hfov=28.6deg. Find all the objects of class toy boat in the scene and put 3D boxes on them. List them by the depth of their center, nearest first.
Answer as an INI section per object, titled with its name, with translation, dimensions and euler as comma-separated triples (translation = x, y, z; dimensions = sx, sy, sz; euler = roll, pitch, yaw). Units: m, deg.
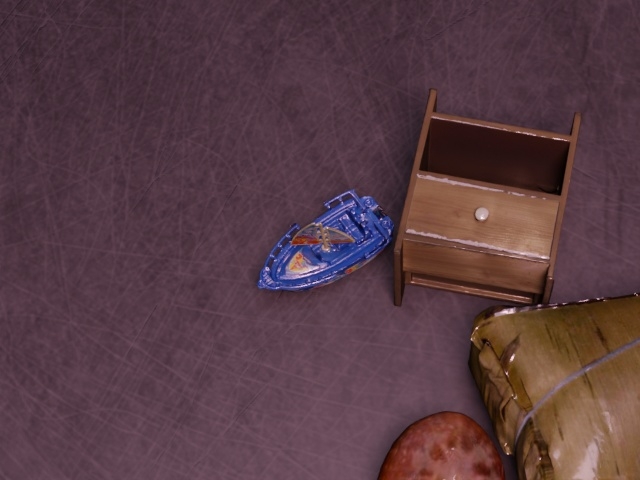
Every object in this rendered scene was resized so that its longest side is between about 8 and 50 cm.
[toy boat]
translation = 0.000, 0.000, 1.426
dimensions = 0.175, 0.110, 0.091
euler = -33, 65, -10

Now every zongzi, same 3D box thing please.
[zongzi]
translation = 0.337, 0.202, 1.238
dimensions = 0.322, 0.160, 0.360
euler = -12, 45, 1

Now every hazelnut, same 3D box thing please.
[hazelnut]
translation = 0.124, 0.250, 1.273
dimensions = 0.143, 0.143, 0.154
euler = 9, 73, 8

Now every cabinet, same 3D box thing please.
[cabinet]
translation = 0.186, -0.036, 1.409
dimensions = 0.174, 0.148, 0.215
euler = 10, 65, 9
